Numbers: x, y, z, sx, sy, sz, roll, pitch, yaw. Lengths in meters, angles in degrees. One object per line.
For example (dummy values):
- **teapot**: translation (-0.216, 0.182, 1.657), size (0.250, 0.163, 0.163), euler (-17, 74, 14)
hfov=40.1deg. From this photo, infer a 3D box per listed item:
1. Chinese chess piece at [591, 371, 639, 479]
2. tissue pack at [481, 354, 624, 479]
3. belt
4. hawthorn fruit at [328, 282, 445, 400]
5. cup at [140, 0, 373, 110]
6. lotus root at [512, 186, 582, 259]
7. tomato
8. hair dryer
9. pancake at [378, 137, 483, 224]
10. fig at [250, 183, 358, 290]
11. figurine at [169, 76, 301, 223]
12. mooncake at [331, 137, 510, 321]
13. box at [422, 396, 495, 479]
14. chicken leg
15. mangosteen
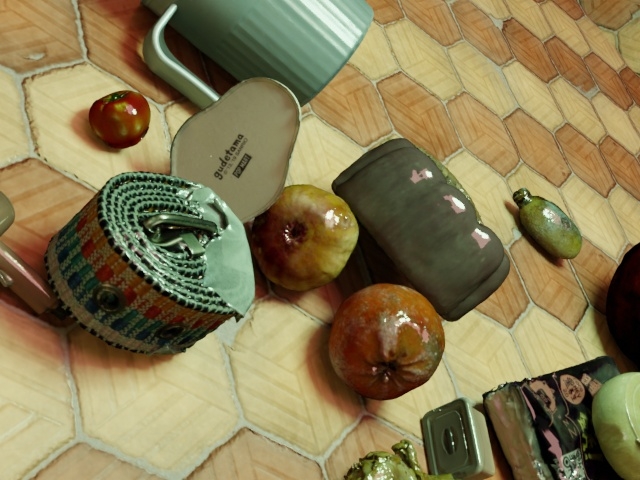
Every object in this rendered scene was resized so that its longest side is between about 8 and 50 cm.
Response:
- **Chinese chess piece**: translation (0.535, 0.312, 1.457), size (0.188, 0.083, 0.188), euler (21, 51, -29)
- **tissue pack**: translation (0.432, 0.338, 1.498), size (0.332, 0.123, 0.245), euler (-4, 68, -44)
- **belt**: translation (-0.196, 0.030, 1.075), size (0.257, 0.150, 0.207), euler (10, 49, -54)
- **hawthorn fruit**: translation (0.094, 0.140, 1.281), size (0.173, 0.173, 0.173), euler (27, 43, -28)
- **cup**: translation (-0.104, -0.373, 1.440), size (0.311, 0.257, 0.331), euler (38, 37, -18)
- **lotus root**: translation (0.489, -0.039, 1.903), size (0.192, 0.088, 0.113), euler (42, 21, -10)
- **tomato**: translation (-0.279, -0.170, 1.235), size (0.087, 0.087, 0.075), euler (-61, 142, -51)
- **hair dryer**: translation (-0.358, 0.031, 0.999), size (0.182, 0.064, 0.117), euler (45, 37, -16)
- **pancake**: translation (0.209, -0.084, 1.684), size (0.282, 0.049, 0.282), euler (28, 43, -29)
- **fig**: translation (0.000, 0.000, 1.348), size (0.257, 0.159, 0.159), euler (19, 43, -64)
- **figurine**: translation (-0.108, -0.126, 1.272), size (0.166, 0.250, 0.141), euler (45, 18, -1)
- **mooncake**: translation (0.163, -0.021, 1.414), size (0.306, 0.154, 0.306), euler (51, 2, -2)
- **box**: translation (0.210, 0.309, 1.320), size (0.062, 0.089, 0.122), euler (31, 40, -39)
- **chicken leg**: translation (0.119, 0.334, 1.204), size (0.228, 0.088, 0.103), euler (7, 41, -39)
- **mangosteen**: translation (0.819, 0.160, 1.837), size (0.421, 0.381, 0.381), euler (47, 37, -3)
